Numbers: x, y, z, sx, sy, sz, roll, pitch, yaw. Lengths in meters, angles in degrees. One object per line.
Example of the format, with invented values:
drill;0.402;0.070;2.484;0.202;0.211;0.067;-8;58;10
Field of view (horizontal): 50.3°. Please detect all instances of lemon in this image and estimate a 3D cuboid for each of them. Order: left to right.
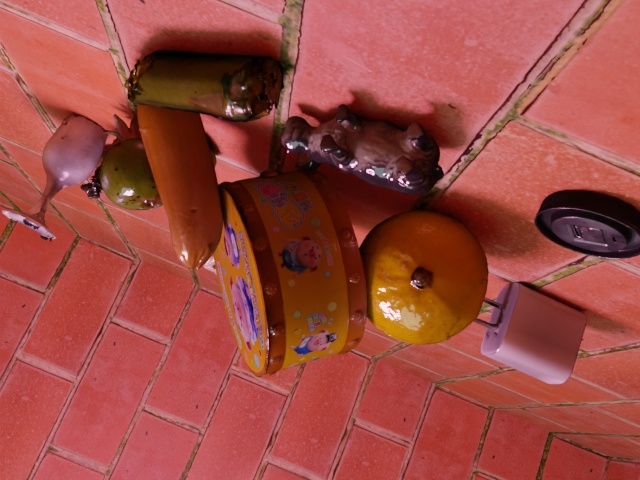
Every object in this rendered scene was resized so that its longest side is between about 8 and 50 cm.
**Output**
lemon;0.206;0.076;1.407;0.297;0.297;0.297;21;164;6

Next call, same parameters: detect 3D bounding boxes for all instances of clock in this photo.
clock;0.461;-0.026;1.162;0.185;0.040;0.184;22;164;6

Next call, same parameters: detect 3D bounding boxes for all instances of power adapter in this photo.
power adapter;0.483;0.210;1.633;0.255;0.187;0.124;25;163;-6

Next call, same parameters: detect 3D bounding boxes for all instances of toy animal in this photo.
toy animal;0.051;-0.162;1.169;0.343;0.106;0.168;17;171;41

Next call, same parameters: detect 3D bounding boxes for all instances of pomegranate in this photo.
pomegranate;-0.418;-0.180;1.553;0.182;0.224;0.181;-15;167;-4

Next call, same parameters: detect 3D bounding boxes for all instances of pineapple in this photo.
pineapple;-0.515;-0.178;1.708;0.108;0.197;0.108;28;152;16

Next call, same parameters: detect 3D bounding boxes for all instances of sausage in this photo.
sausage;-0.264;-0.116;1.349;0.116;0.353;0.134;-11;-172;22

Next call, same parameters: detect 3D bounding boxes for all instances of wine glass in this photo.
wine glass;-0.662;-0.164;1.730;0.143;0.321;0.143;22;159;9

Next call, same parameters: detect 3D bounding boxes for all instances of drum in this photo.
drum;-0.081;0.060;1.448;0.214;0.431;0.431;-12;174;-19

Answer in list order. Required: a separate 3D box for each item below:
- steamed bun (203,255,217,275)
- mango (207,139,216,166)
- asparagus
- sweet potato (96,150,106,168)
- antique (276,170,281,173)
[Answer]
steamed bun;-0.243;0.019;1.961;0.276;0.203;0.289;6;158;43
mango;-0.291;-0.201;1.547;0.091;0.074;0.165;17;164;22
asparagus;-0.231;-0.271;1.173;0.382;0.128;0.108;14;117;31
sweet potato;-0.579;-0.225;1.880;0.281;0.067;0.059;7;115;41
antique;-0.113;-0.129;1.646;0.031;0.015;0.192;26;163;-6
